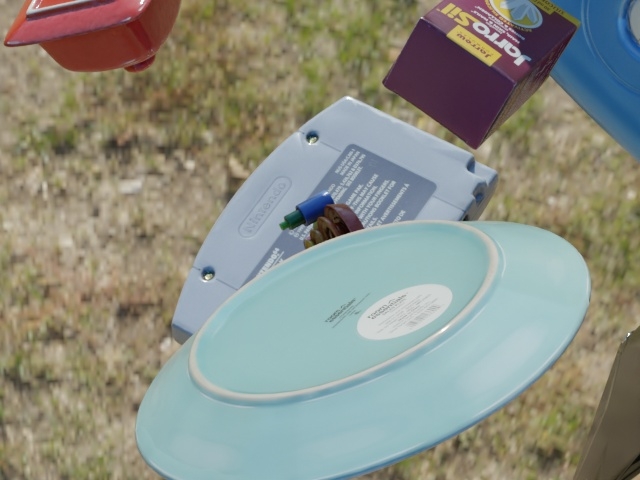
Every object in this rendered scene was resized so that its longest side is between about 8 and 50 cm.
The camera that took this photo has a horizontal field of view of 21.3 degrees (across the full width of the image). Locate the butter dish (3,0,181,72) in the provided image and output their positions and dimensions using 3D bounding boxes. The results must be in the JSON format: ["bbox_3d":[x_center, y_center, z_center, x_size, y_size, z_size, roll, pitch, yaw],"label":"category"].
[{"bbox_3d":[-0.196,-0.213,1.631,0.160,0.118,0.160,-8,41,26],"label":"butter dish"}]

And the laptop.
[{"bbox_3d":[0.297,0.081,1.153,0.264,0.234,0.136,-9,70,-16],"label":"laptop"}]

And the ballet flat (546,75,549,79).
[{"bbox_3d":[0.156,-0.191,1.364,0.073,0.067,0.206,30,53,-22],"label":"ballet flat"}]

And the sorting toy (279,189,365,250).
[{"bbox_3d":[0.000,0.000,1.216,0.042,0.102,0.061,-28,86,-14],"label":"sorting toy"}]

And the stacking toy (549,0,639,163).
[{"bbox_3d":[0.273,-0.178,1.046,0.166,0.175,0.302,48,44,9],"label":"stacking toy"}]

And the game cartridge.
[{"bbox_3d":[0.006,0.008,1.554,0.198,0.062,0.297,25,63,23],"label":"game cartridge"}]

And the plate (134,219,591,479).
[{"bbox_3d":[0.012,0.033,0.661,0.188,0.024,0.188,-19,22,8],"label":"plate"}]

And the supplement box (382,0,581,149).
[{"bbox_3d":[0.075,-0.086,0.782,0.055,0.043,0.083,36,39,8],"label":"supplement box"}]
